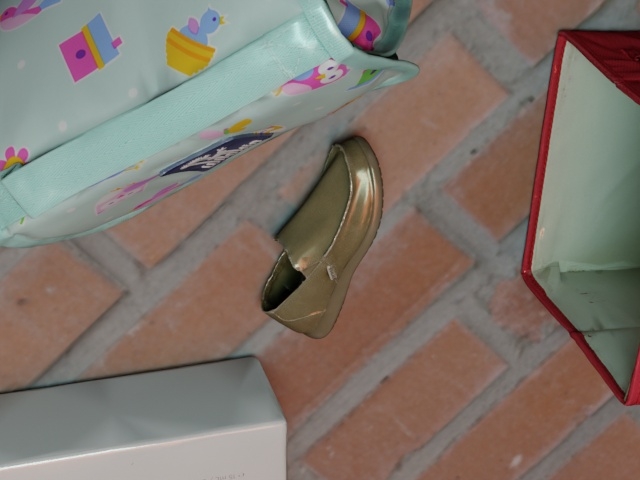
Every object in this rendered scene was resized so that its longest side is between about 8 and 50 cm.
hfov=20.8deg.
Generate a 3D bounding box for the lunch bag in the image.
[{"bbox_3d":[-0.071,-0.116,0.908,0.223,0.262,0.160,-25,122,19],"label":"lunch bag"}]

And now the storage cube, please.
[{"bbox_3d":[0.264,-0.023,1.142,0.193,0.183,0.215,-2,117,-17],"label":"storage cube"}]

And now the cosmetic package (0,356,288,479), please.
[{"bbox_3d":[-0.211,0.245,1.185,0.377,0.097,0.284,-7,117,-14],"label":"cosmetic package"}]

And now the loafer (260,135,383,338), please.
[{"bbox_3d":[0.000,0.000,1.145,0.050,0.056,0.148,4,115,-26],"label":"loafer"}]
